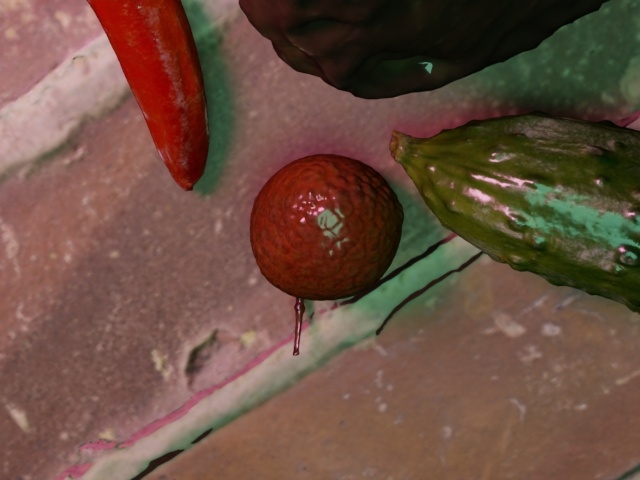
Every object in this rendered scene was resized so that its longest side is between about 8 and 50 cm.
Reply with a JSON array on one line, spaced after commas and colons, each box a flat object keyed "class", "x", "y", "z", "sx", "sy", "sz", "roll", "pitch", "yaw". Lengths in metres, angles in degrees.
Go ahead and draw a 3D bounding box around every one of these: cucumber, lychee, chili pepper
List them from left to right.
[{"class": "chili pepper", "x": -0.125, "y": -0.150, "z": 1.296, "sx": 0.063, "sy": 0.071, "sz": 0.272, "roll": -41, "pitch": 120, "yaw": -28}, {"class": "lychee", "x": -0.002, "y": -0.004, "z": 1.346, "sx": 0.101, "sy": 0.140, "sz": 0.114, "roll": 37, "pitch": 68, "yaw": -11}, {"class": "cucumber", "x": 0.163, "y": -0.029, "z": 1.332, "sx": 0.244, "sy": 0.134, "sz": 0.134, "roll": 16, "pitch": 111, "yaw": 2}]

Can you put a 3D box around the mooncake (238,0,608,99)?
[{"class": "mooncake", "x": 0.076, "y": -0.230, "z": 1.127, "sx": 0.324, "sy": 0.324, "sz": 0.187, "roll": -26, "pitch": 67, "yaw": 8}]
